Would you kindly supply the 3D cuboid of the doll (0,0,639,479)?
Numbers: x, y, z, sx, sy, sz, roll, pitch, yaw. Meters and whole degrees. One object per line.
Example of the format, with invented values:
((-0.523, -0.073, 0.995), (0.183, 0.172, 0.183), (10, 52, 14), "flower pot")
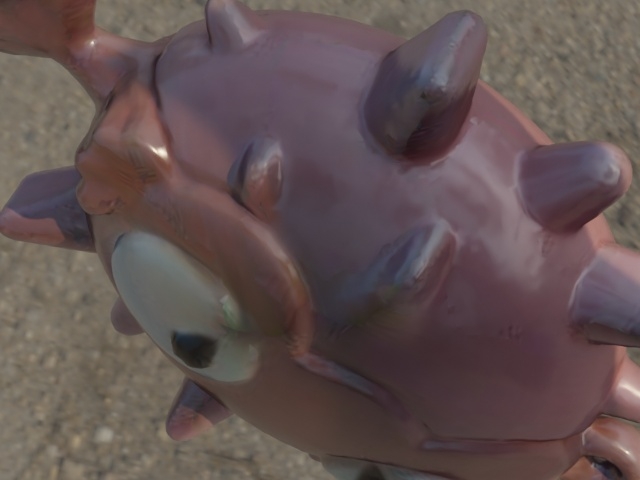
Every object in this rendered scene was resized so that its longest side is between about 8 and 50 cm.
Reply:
((0.000, 0.000, 0.485), (0.211, 0.262, 0.093), (-29, 26, 46), "doll")
